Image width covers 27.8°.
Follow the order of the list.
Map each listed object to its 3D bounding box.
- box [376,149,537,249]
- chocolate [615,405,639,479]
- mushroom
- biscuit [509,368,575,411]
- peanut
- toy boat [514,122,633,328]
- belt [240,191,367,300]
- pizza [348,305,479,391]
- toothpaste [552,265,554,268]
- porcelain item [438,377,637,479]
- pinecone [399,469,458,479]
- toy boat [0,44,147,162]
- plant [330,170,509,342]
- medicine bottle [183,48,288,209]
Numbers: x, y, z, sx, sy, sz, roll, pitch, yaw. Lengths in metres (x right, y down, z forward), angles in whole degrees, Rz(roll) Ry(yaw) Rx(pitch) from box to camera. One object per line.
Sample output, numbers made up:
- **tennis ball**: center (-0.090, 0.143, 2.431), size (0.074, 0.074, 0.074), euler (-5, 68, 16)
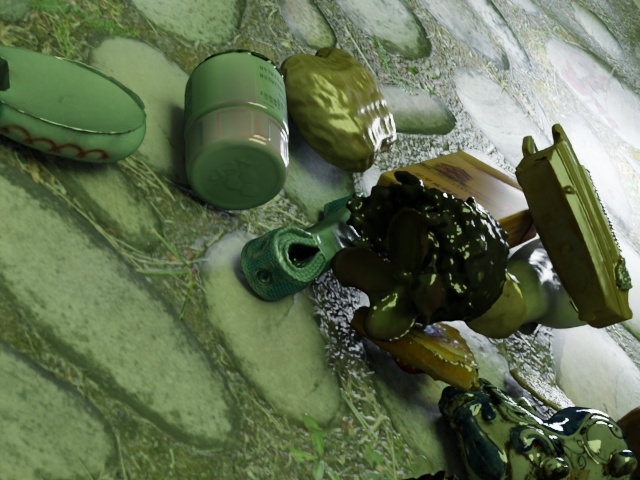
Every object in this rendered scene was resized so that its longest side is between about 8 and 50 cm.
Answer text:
- **box**: center (0.210, -0.049, 1.920), size (0.174, 0.076, 0.274), euler (32, 25, 22)
- **chocolate**: center (0.546, 0.350, 1.977), size (0.148, 0.093, 0.214), euler (-2, 57, -51)
- **mushroom**: center (0.329, 0.077, 1.957), size (0.159, 0.122, 0.329), euler (41, 28, 22)
- **biscuit**: center (0.323, 0.219, 1.858), size (0.120, 0.015, 0.120), euler (32, 9, -6)
- **peanut**: center (0.030, -0.192, 1.873), size (0.197, 0.110, 0.233), euler (52, 33, 3)
- **toy boat**: center (0.379, -0.022, 1.901), size (0.115, 0.089, 0.310), euler (-15, 79, -52)
- **belt**: center (0.000, 0.000, 1.664), size (0.087, 0.072, 0.302), euler (59, 31, 2)
- **pizza**: center (0.139, 0.142, 1.696), size (0.188, 0.062, 0.199), euler (31, 13, 21)
- **toothpaste**: center (0.375, -0.018, 1.985), size (0.071, 0.045, 0.193), euler (19, 46, -21)
- **porcelain item**: center (0.282, 0.274, 1.704), size (0.288, 0.138, 0.186), euler (9, 33, -42)
- **pinecone**: center (0.112, 0.339, 1.381), size (0.165, 0.163, 0.163), euler (65, 29, -11)
- **toy boat**: center (-0.296, -0.143, 1.455), size (0.207, 0.079, 0.134), euler (13, 39, -31)
- **plant**: center (0.121, 0.019, 1.620), size (0.234, 0.178, 0.204), euler (5, 94, -51)
- **medicine bottle**: center (-0.105, -0.137, 1.617), size (0.135, 0.135, 0.168), euler (30, 36, -30)
